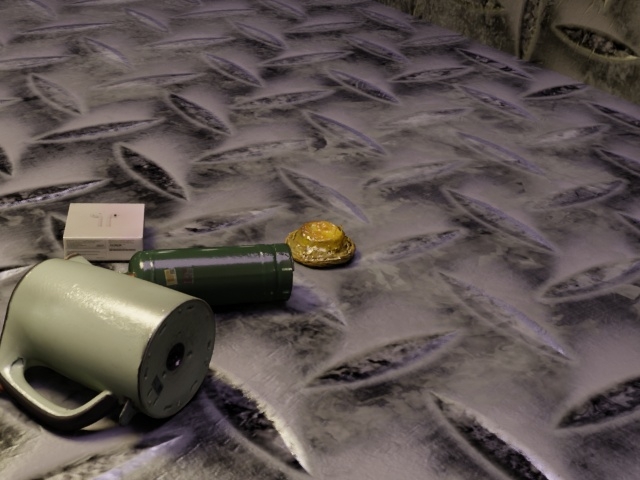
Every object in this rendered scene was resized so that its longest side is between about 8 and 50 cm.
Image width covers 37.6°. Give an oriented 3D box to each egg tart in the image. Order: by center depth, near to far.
[{"bbox_3d":[0.000,0.000,1.669,0.130,0.052,0.130,2,28,-1],"label":"egg tart"}]

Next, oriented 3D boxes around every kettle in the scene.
[{"bbox_3d":[-0.304,0.141,1.260,0.255,0.165,0.240,18,59,23],"label":"kettle"}]

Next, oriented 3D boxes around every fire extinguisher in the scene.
[{"bbox_3d":[-0.201,0.065,1.475,0.311,0.114,0.095,-1,-10,-15],"label":"fire extinguisher"}]

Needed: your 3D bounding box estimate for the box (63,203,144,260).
[{"bbox_3d":[-0.372,-0.015,1.630,0.130,0.051,0.129,1,29,-9],"label":"box"}]
